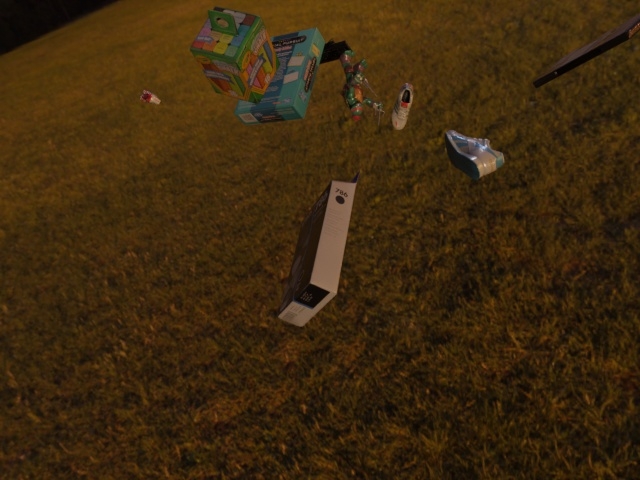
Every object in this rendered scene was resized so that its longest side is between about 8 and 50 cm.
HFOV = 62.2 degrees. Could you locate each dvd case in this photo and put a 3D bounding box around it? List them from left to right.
[{"bbox_3d":[0.659,-0.463,1.281,0.180,0.022,0.253,-39,9,-29],"label":"dvd case"}]

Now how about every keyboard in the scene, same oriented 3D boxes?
[{"bbox_3d":[0.026,-0.704,2.003,0.192,0.100,0.038,-1,63,40],"label":"keyboard"}]

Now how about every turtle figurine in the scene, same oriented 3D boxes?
[{"bbox_3d":[0.122,-0.483,1.703,0.118,0.175,0.234,-15,70,17],"label":"turtle figurine"}]

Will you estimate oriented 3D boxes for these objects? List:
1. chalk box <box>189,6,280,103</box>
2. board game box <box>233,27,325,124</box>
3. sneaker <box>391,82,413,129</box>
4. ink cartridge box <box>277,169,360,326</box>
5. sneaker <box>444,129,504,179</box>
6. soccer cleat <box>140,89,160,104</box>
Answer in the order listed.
[{"bbox_3d":[-0.275,-0.603,1.683,0.180,0.289,0.179,20,76,19],"label":"chalk box"},{"bbox_3d":[-0.142,-0.580,1.887,0.254,0.079,0.336,2,66,30],"label":"board game box"},{"bbox_3d":[0.280,-0.457,1.826,0.057,0.161,0.075,15,23,3],"label":"sneaker"},{"bbox_3d":[0.000,0.000,1.114,0.065,0.165,0.332,24,50,-13],"label":"ink cartridge box"},{"bbox_3d":[0.419,-0.247,1.477,0.092,0.087,0.228,-23,39,-3],"label":"sneaker"},{"bbox_3d":[-0.409,-0.341,1.275,0.083,0.036,0.029,31,96,55],"label":"soccer cleat"}]
